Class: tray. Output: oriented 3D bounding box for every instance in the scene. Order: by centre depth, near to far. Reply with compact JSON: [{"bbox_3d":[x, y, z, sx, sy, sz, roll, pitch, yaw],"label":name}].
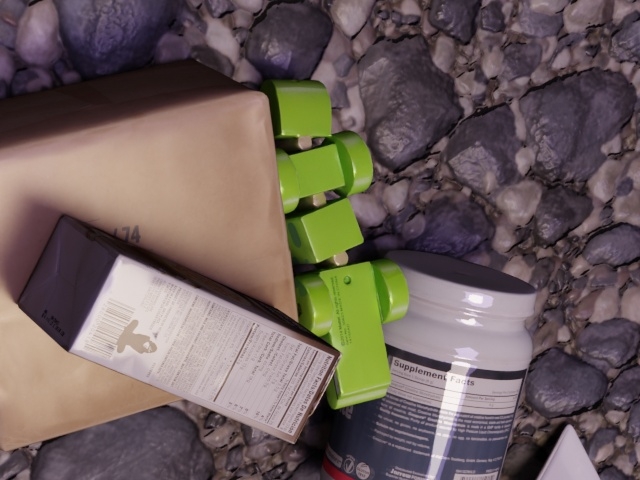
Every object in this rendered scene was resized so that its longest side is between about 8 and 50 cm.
[{"bbox_3d":[0.311,0.364,2.127,0.145,0.030,0.270,-53,125,-38],"label":"tray"}]

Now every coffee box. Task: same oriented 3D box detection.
[{"bbox_3d":[-0.125,0.080,1.585,0.246,0.141,0.098,26,93,-33],"label":"coffee box"}]

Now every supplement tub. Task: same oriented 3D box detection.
[{"bbox_3d":[0.117,0.163,1.896,0.191,0.191,0.272,9,100,-29],"label":"supplement tub"}]

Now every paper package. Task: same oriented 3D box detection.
[{"bbox_3d":[-0.208,0.009,1.697,0.324,0.168,0.310,-16,113,-23],"label":"paper package"}]

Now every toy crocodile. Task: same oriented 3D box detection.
[{"bbox_3d":[0.000,0.000,1.787,0.115,0.105,0.341,-17,94,-27],"label":"toy crocodile"}]
